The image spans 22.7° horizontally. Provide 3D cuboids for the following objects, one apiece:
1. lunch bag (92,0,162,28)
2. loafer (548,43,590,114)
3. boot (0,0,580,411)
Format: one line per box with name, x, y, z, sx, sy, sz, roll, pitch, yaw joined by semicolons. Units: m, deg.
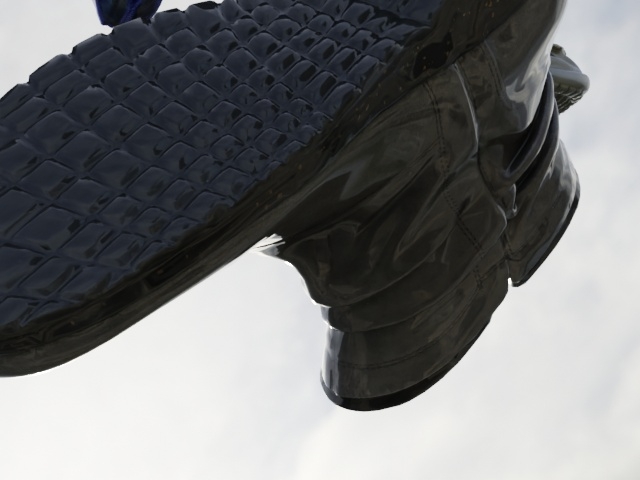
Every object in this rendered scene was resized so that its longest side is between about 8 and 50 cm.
lunch bag;-0.109;-0.293;1.002;0.138;0.221;0.293;4;-34;-28
loafer;0.068;-0.123;1.009;0.251;0.087;0.094;7;-28;-37
boot;0.000;0.000;0.651;0.338;0.118;0.222;-36;-41;-25
